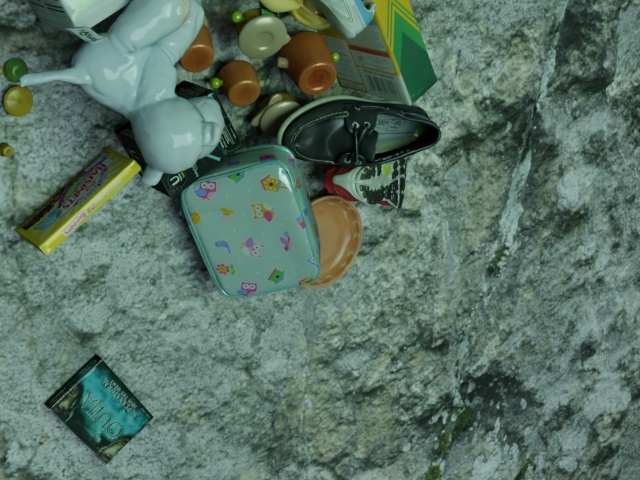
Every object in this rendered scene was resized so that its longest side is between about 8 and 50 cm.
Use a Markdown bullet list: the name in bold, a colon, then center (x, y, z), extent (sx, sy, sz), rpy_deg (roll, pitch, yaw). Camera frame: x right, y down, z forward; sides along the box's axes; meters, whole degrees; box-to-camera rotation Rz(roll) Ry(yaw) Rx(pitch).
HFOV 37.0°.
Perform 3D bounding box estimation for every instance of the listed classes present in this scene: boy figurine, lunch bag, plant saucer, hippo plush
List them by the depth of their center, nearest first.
- **hippo plush**: center (-0.231, -0.230, 1.434), extent (0.234, 0.236, 0.294), rpy_deg (-40, 180, 17)
- **boy figurine**: center (-0.063, -0.451, 1.587), extent (0.285, 0.092, 0.177), rpy_deg (51, 48, -35)
- **lunch bag**: center (-0.128, -0.036, 1.729), extent (0.224, 0.108, 0.279), rpy_deg (-12, 121, 10)
- **plant saucer**: center (0.000, 0.000, 1.953), extent (0.200, 0.037, 0.200), rpy_deg (-17, 119, -35)

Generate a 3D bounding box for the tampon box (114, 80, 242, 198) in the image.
- **tampon box**: center (-0.242, -0.174, 1.632), extent (0.161, 0.101, 0.120), rpy_deg (-40, 128, -20)

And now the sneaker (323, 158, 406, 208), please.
- **sneaker**: center (0.094, -0.124, 1.940), extent (0.279, 0.118, 0.107), rpy_deg (2, 95, -64)

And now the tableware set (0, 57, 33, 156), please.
- **tableware set**: center (-0.492, -0.201, 1.466), extent (0.104, 0.024, 0.154), rpy_deg (-11, 113, -41)

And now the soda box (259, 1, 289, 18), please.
- **soda box**: center (-0.084, -0.478, 1.675), extent (0.060, 0.053, 0.169), rpy_deg (-30, 124, -28)

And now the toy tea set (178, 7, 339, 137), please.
- **toy tea set**: center (-0.118, -0.330, 1.693), extent (0.200, 0.124, 0.336), rpy_deg (-40, 140, 18)

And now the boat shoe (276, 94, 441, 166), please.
- **boat shoe**: center (0.084, -0.191, 1.776), extent (0.340, 0.113, 0.127), rpy_deg (-5, 121, -37)

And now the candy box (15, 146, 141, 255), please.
- **candy box**: center (-0.392, -0.067, 1.546), extent (0.206, 0.105, 0.027), rpy_deg (-46, 131, -17)

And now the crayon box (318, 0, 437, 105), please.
- **crayon box**: center (0.072, -0.412, 1.731), extent (0.083, 0.203, 0.323), rpy_deg (-43, 130, -20)

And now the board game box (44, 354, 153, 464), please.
- **board game box**: center (-0.401, 0.311, 1.747), extent (0.126, 0.026, 0.186), rpy_deg (-45, 130, -18)

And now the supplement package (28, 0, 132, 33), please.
- **supplement package**: center (-0.353, -0.444, 1.394), extent (0.194, 0.149, 0.203), rpy_deg (-40, 129, -21)

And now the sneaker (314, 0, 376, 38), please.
- **sneaker**: center (0.005, -0.422, 1.534), extent (0.086, 0.085, 0.237), rpy_deg (-54, 134, -4)
